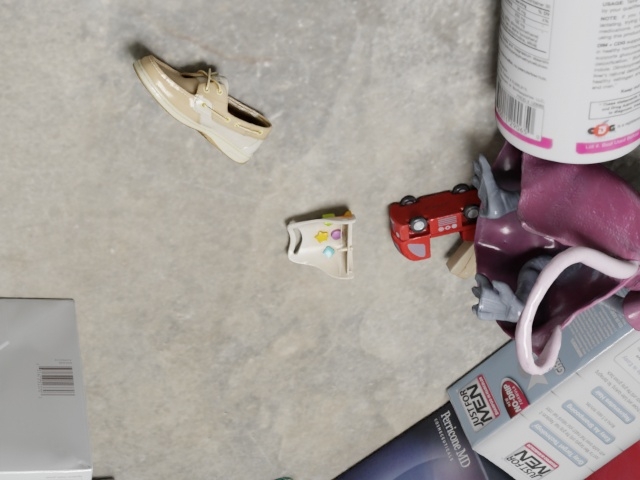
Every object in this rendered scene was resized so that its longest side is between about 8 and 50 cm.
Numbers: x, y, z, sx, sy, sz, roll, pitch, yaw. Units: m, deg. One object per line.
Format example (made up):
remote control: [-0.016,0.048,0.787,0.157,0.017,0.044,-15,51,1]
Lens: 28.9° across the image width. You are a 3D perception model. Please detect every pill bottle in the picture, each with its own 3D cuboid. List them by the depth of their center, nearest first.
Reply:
pill bottle: [0.256,-0.231,1.201,0.160,0.160,0.283,-9,129,-9]

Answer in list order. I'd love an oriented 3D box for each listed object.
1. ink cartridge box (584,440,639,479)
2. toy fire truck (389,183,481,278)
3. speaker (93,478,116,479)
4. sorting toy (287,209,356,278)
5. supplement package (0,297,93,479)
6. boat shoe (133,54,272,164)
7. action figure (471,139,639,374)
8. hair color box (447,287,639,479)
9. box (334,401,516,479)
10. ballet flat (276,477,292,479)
ink cartridge box: [0.424,0.416,1.776,0.272,0.130,0.309,19,120,-26]
toy fire truck: [0.177,-0.001,1.432,0.192,0.047,0.135,-13,129,-6]
speaker: [-0.321,0.327,1.543,0.136,0.055,0.055,0,127,-16]
sorting toy: [0.000,0.000,1.389,0.075,0.045,0.083,-3,129,-5]
supplement package: [-0.354,0.195,1.295,0.204,0.262,0.145,2,126,-18]
boat shoe: [-0.114,-0.141,1.235,0.059,0.063,0.170,-41,136,14]
action figure: [0.348,-0.005,1.314,0.370,0.276,0.248,5,111,-13]
hair color box: [0.368,0.156,1.568,0.374,0.113,0.185,-40,127,15]
box: [0.139,0.417,1.590,0.294,0.296,0.183,-36,128,12]
ballet flat: [-0.081,0.355,1.643,0.114,0.041,0.041,-27,129,5]
